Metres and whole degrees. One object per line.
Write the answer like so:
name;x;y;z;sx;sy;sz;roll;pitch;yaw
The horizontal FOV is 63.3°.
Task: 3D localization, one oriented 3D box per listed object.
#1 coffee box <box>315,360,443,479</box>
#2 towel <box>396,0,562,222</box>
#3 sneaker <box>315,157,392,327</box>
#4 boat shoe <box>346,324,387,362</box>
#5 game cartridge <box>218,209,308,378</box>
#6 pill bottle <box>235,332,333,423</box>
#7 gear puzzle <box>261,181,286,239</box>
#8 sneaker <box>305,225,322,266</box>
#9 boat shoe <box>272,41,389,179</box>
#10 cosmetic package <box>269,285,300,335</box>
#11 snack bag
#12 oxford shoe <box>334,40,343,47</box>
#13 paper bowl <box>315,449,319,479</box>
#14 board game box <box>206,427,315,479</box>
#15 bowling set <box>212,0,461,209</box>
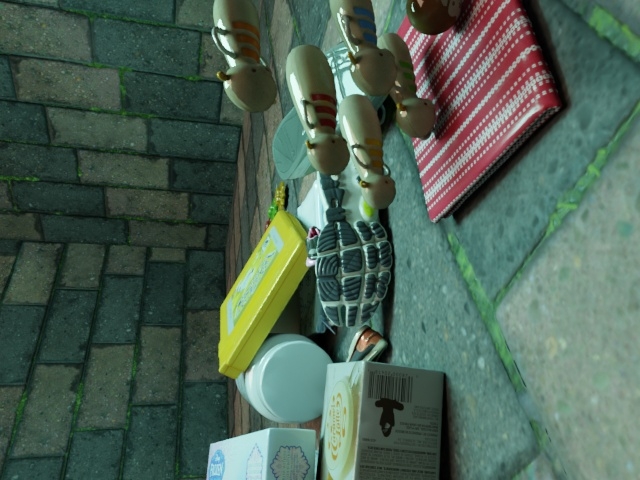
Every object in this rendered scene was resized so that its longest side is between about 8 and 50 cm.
coffee box;0.057;0.266;0.578;0.141;0.098;0.247;136;142;-70
towel;0.143;-0.182;0.538;0.199;0.031;0.275;122;146;-58
sneaker;0.050;-0.003;0.774;0.110;0.106;0.276;78;-167;-66
boat shoe;0.061;0.182;0.744;0.043;0.049;0.137;33;128;27
game cartridge;-0.119;0.090;1.048;0.286;0.052;0.324;-59;14;6
pill bottle;-0.072;0.260;0.999;0.283;0.160;0.161;147;125;-72
gear puzzle;-0.146;-0.034;1.571;0.339;0.044;0.176;109;159;-45
sneaker;0.000;0.000;0.839;0.119;0.047;0.057;-60;-45;-72
boat shoe;0.025;-0.195;0.820;0.320;0.103;0.118;-43;61;54
cosmetic package;-0.117;0.220;1.276;0.160;0.113;0.310;142;129;-71
snack bag;0.005;0.020;1.003;0.342;0.037;0.324;134;138;-68
oxford shoe;0.033;-0.247;0.914;0.227;0.082;0.096;111;-179;-56
paper bowl;-0.064;0.493;0.852;0.284;0.147;0.285;-45;38;51
board game box;-0.098;0.424;0.676;0.318;0.065;0.318;135;142;-56
bowling set;0.050;-0.160;0.506;0.199;0.286;0.154;-28;62;30
